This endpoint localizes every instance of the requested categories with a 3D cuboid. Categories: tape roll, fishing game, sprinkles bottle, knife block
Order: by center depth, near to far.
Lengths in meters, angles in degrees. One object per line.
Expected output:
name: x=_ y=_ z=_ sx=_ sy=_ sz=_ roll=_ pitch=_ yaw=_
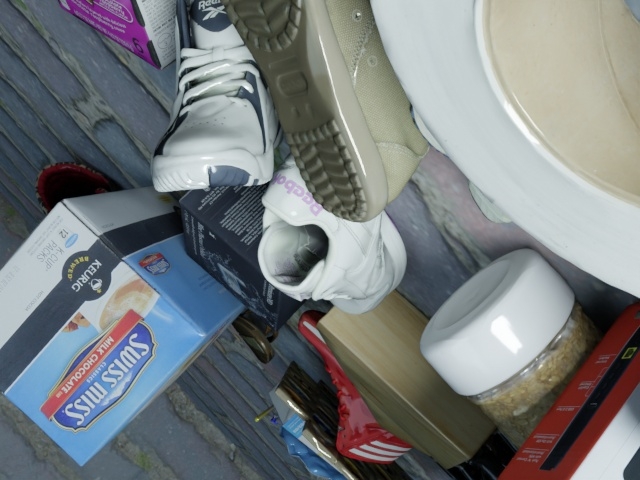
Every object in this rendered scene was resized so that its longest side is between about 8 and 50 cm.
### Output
tape roll: x=0.155 y=-0.094 z=0.345 sx=0.286 sy=0.100 sz=0.286 roll=38 pitch=159 yaw=18
sprinkles bottle: x=0.237 y=0.171 z=0.654 sx=0.355 sy=0.121 sz=0.121 roll=47 pitch=159 yaw=-5
knife block: x=0.146 y=0.176 z=0.884 sx=0.242 sy=0.088 sz=0.275 roll=18 pitch=146 yaw=49
fishing game: x=0.011 y=0.362 z=1.390 sx=0.264 sy=0.041 sz=0.189 roll=31 pitch=-166 yaw=9

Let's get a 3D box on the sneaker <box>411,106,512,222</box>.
sneaker: x=0.115 y=-0.070 z=0.551 sx=0.135 sy=0.052 sz=0.058 roll=46 pitch=151 yaw=-24

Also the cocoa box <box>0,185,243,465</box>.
cocoa box: x=-0.256 y=0.088 z=1.089 sx=0.228 sy=0.231 sz=0.347 roll=44 pitch=-170 yaw=0

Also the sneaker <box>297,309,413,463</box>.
sneaker: x=0.031 y=0.200 z=1.059 sx=0.221 sy=0.128 sz=0.087 roll=42 pitch=-165 yaw=9

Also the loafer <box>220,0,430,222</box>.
loafer: x=0.003 y=-0.147 z=0.553 sx=0.102 sy=0.092 sz=0.268 roll=8 pitch=122 yaw=50

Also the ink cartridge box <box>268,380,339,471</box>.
ink cartridge box: x=0.008 y=0.299 z=1.327 sx=0.181 sy=0.061 sz=0.104 roll=44 pitch=-176 yaw=-26

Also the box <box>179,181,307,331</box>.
box: x=-0.077 y=0.006 z=0.977 sx=0.158 sy=0.093 sz=0.156 roll=39 pitch=158 yaw=12

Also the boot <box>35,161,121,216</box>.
boot: x=-0.353 y=0.032 z=1.495 sx=0.377 sy=0.138 sz=0.284 roll=38 pitch=159 yaw=33

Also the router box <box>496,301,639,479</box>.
router box: x=0.253 y=0.255 z=0.528 sx=0.335 sy=0.301 sz=0.082 roll=47 pitch=159 yaw=-4

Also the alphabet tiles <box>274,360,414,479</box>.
alphabet tiles: x=0.048 y=0.296 z=1.204 sx=0.285 sy=0.011 sz=0.342 roll=45 pitch=-177 yaw=2

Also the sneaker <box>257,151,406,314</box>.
sneaker: x=0.000 y=0.000 z=0.739 sx=0.114 sy=0.152 sz=0.305 roll=34 pitch=158 yaw=21

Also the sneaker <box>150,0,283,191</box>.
sneaker: x=-0.077 y=-0.129 z=0.620 sx=0.094 sy=0.235 sz=0.153 roll=-2 pitch=108 yaw=12

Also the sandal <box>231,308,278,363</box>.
sandal: x=-0.098 y=0.145 z=1.335 sx=0.090 sy=0.060 sz=0.219 roll=51 pitch=174 yaw=0

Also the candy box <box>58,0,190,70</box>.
candy box: x=-0.193 y=-0.276 z=0.698 sx=0.159 sy=0.071 sz=0.233 roll=34 pitch=156 yaw=28
